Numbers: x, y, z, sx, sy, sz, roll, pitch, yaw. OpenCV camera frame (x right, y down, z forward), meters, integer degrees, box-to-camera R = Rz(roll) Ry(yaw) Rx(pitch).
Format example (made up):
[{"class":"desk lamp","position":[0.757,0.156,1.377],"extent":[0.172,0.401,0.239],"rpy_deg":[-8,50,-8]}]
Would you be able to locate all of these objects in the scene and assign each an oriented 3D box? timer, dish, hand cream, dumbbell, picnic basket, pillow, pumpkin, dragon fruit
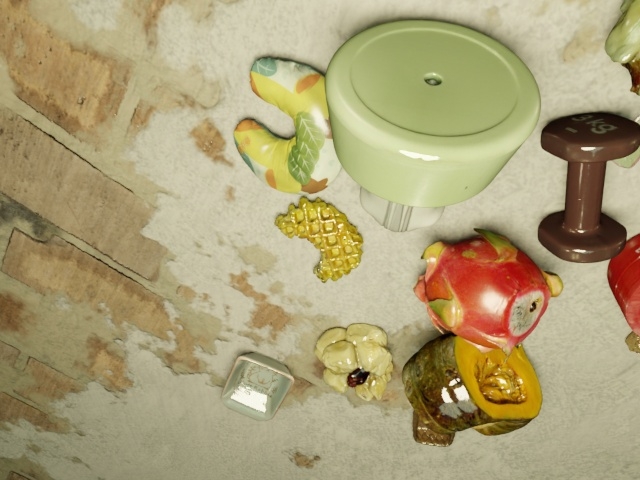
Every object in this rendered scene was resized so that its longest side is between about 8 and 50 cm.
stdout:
[{"class":"timer","position":[0.147,-0.133,0.770],"extent":[0.290,0.291,0.315],"rpy_deg":[10,147,5]},{"class":"dish","position":[-0.167,0.378,1.256],"extent":[0.154,0.064,0.234],"rpy_deg":[24,123,-4]},{"class":"hand cream","position":[0.631,0.080,0.861],"extent":[0.193,0.125,0.193],"rpy_deg":[5,123,7]},{"class":"dumbbell","position":[0.431,-0.084,0.785],"extent":[0.124,0.140,0.225],"rpy_deg":[-15,121,-4]},{"class":"picnic basket","position":[0.287,0.435,1.206],"extent":[0.110,0.055,0.193],"rpy_deg":[5,124,10]},{"class":"pillow","position":[-0.049,-0.191,0.856],"extent":[0.214,0.086,0.233],"rpy_deg":[30,127,4]},{"class":"pumpkin","position":[0.314,0.280,0.999],"extent":[0.317,0.222,0.139],"rpy_deg":[14,140,-33]},{"class":"dragon fruit","position":[0.295,0.091,0.885],"extent":[0.224,0.227,0.224],"rpy_deg":[-14,122,-22]}]

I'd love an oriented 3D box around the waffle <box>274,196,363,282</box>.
[{"class":"waffle","position":[0.000,0.002,0.984],"extent":[0.194,0.051,0.149],"rpy_deg":[42,120,-16]}]

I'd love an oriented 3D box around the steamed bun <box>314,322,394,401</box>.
[{"class":"steamed bun","position":[0.074,0.290,1.124],"extent":[0.192,0.106,0.178],"rpy_deg":[3,122,11]}]

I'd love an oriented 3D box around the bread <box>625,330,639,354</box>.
[{"class":"bread","position":[0.690,0.217,0.977],"extent":[0.113,0.060,0.082],"rpy_deg":[26,127,-5]}]

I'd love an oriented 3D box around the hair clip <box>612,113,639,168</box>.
[{"class":"hair clip","position":[0.529,-0.178,0.773],"extent":[0.054,0.022,0.137],"rpy_deg":[29,124,-7]}]

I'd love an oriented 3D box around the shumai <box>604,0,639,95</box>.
[{"class":"shumai","position":[0.497,-0.307,0.628],"extent":[0.256,0.189,0.218],"rpy_deg":[31,143,-28]}]
